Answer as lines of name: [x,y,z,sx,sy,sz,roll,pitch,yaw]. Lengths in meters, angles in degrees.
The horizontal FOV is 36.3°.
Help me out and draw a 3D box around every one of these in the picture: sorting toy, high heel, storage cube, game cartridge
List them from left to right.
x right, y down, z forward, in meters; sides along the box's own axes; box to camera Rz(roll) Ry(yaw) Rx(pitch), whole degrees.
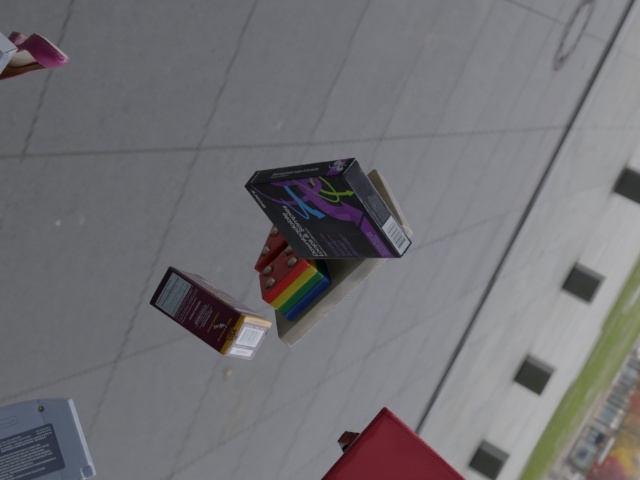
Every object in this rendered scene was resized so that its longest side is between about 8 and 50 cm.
game cartridge: [-0.634,0.440,2.019,0.297,0.198,0.062,-18,173,-3]
high heel: [-0.570,-0.336,1.871,0.117,0.244,0.082,-57,137,-10]
sorting toy: [0.000,0.000,1.546,0.257,0.089,0.255,-44,-159,12]
storage cube: [0.066,0.337,1.111,0.193,0.215,0.183,-46,169,-20]

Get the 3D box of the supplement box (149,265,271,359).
supplement box: [-0.197,0.130,1.744,0.081,0.188,0.104,-61,153,2]

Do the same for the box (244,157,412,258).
box: [0.005,-0.029,1.030,0.029,0.162,0.116,-52,120,-28]

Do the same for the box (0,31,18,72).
box: [-0.501,-0.256,1.251,0.145,0.186,0.038,-44,-175,25]
